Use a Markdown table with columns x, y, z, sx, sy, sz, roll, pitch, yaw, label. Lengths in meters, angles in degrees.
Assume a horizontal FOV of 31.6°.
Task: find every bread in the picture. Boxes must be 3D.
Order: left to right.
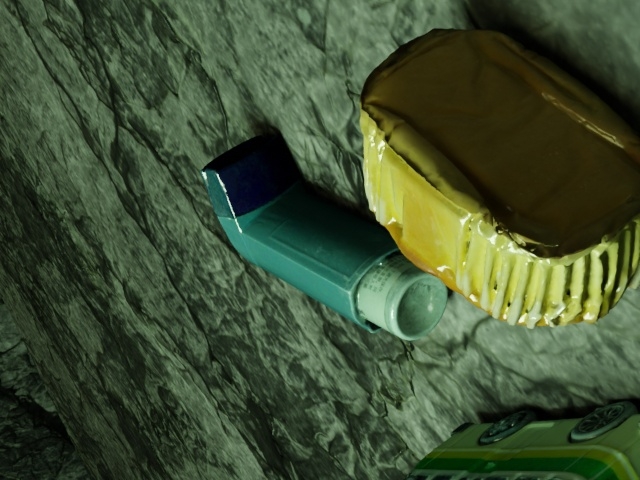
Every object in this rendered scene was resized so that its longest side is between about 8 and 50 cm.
| x | y | z | sx | sy | sz | roll | pitch | yaw | label |
| --- | --- | --- | --- | --- | --- | --- | --- | --- | --- |
| 0.110 | -0.034 | 0.685 | 0.190 | 0.132 | 0.114 | 43 | 153 | 34 | bread |

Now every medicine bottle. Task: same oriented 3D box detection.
| x | y | z | sx | sy | sz | roll | pitch | yaw | label |
| --- | --- | --- | --- | --- | --- | --- | --- | --- | --- |
| 0.000 | 0.000 | 0.988 | 0.258 | 0.079 | 0.124 | 30 | 143 | 45 | medicine bottle |

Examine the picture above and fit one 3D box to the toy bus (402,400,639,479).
| x | y | z | sx | sy | sz | roll | pitch | yaw | label |
| --- | --- | --- | --- | --- | --- | --- | --- | --- | --- |
| 0.156 | 0.217 | 0.847 | 0.134 | 0.164 | 0.276 | 60 | 155 | -2 | toy bus |
